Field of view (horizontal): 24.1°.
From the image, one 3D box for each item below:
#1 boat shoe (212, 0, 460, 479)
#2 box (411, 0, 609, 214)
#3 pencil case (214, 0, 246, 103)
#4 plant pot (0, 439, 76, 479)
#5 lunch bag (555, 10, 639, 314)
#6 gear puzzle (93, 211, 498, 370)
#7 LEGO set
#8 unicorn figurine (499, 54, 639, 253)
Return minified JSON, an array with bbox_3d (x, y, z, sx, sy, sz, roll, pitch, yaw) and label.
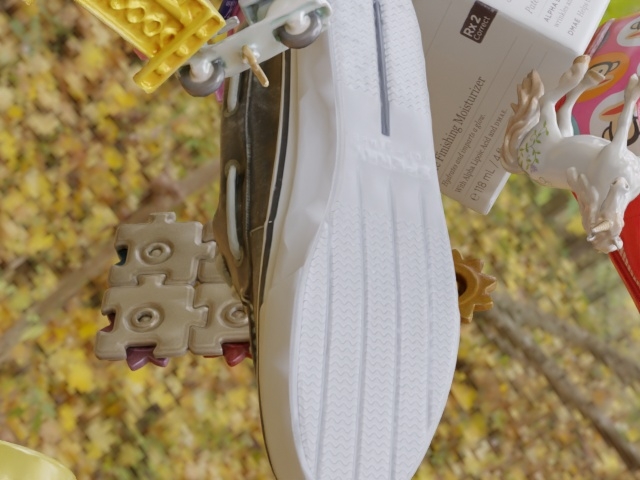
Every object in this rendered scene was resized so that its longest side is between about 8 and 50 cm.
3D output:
[{"bbox_3d":[0.000,0.000,0.864,0.121,0.119,0.335,22,60,-35],"label":"boat shoe"},{"bbox_3d":[0.124,-0.151,1.055,0.119,0.181,0.182,28,52,3],"label":"box"},{"bbox_3d":[0.044,-0.148,1.297,0.284,0.124,0.124,1,51,-43],"label":"pencil case"},{"bbox_3d":[-0.367,0.324,1.392,0.254,0.254,0.239,37,49,-49],"label":"plant pot"},{"bbox_3d":[0.319,-0.041,1.313,0.293,0.120,0.258,57,40,-22],"label":"lunch bag"},{"bbox_3d":[-0.018,0.043,1.285,0.175,0.339,0.044,-88,173,-46],"label":"gear puzzle"},{"bbox_3d":[-0.090,-0.175,0.599,0.107,0.132,0.287,55,-11,36],"label":"LEGO set"},{"bbox_3d":[0.163,-0.050,0.888,0.060,0.111,0.162,31,-5,-24],"label":"unicorn figurine"}]
